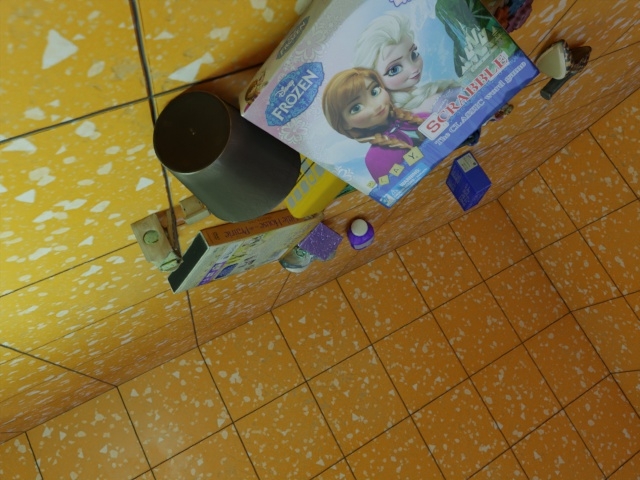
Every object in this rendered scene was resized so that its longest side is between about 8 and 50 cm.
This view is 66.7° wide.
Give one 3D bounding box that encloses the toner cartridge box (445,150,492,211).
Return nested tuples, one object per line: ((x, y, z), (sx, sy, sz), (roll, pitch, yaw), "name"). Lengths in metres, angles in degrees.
((0.623, -0.243, 2.070), (0.075, 0.165, 0.348), (-29, 168, 3), "toner cartridge box")

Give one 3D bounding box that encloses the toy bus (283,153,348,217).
((0.023, -0.187, 1.025), (0.108, 0.130, 0.332), (-19, 165, -38), "toy bus")

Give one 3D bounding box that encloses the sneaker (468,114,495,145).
((0.368, -0.300, 1.351), (0.111, 0.131, 0.296), (-27, 169, -17), "sneaker")

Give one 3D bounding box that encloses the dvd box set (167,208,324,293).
((-0.222, 0.020, 1.477), (0.420, 0.062, 0.307), (-18, 163, -41), "dvd box set")

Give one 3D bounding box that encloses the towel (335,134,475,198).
((0.174, -0.177, 1.194), (0.271, 0.040, 0.370), (-23, -176, -11), "towel")

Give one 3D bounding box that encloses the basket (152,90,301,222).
((-0.155, -0.137, 0.801), (0.204, 0.154, 0.227), (-31, 164, 7), "basket")

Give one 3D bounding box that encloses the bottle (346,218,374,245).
((0.172, -0.029, 2.088), (0.118, 0.092, 0.283), (-30, 168, 2), "bottle")

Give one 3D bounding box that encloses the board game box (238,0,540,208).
((0.101, -0.230, 0.714), (0.317, 0.066, 0.318), (27, 123, -33), "board game box")

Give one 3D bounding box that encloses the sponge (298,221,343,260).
((0.000, 0.000, 1.777), (0.117, 0.031, 0.210), (-49, 149, 5), "sponge")

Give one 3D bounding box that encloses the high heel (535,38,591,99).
((0.690, -0.524, 1.342), (0.186, 0.093, 0.261), (-48, 157, 3), "high heel")

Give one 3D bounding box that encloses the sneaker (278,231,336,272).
((-0.042, 0.028, 1.890), (0.282, 0.110, 0.122), (-22, 149, -39), "sneaker")

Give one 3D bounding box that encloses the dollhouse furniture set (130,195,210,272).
((-0.308, -0.001, 1.102), (0.160, 0.101, 0.182), (-27, 168, -9), "dollhouse furniture set")

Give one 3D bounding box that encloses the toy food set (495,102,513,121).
((0.608, -0.426, 1.630), (0.122, 0.019, 0.078), (-14, 161, -49), "toy food set")

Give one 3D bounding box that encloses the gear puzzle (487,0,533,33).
((0.306, -0.354, 0.947), (0.339, 0.044, 0.175), (-51, 164, 9), "gear puzzle")
